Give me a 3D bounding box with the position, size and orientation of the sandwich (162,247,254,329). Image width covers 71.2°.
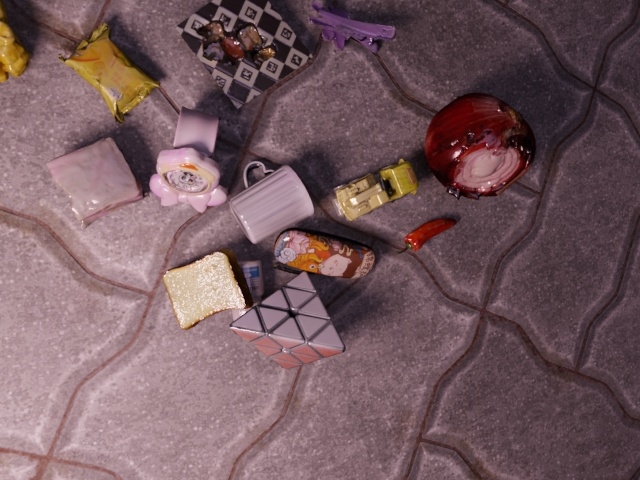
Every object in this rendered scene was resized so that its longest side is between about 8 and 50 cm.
[{"bbox_3d":[-0.313,0.134,1.234,0.215,0.065,0.186,-24,87,13],"label":"sandwich"}]

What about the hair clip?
[{"bbox_3d":[0.094,-0.662,1.413,0.279,0.090,0.137,9,88,-12],"label":"hair clip"}]

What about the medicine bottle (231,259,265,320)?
[{"bbox_3d":[-0.212,0.143,1.298,0.105,0.105,0.168,-7,92,-18],"label":"medicine bottle"}]

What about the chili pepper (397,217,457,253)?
[{"bbox_3d":[0.357,-0.023,1.503,0.272,0.071,0.063,-29,59,-21],"label":"chili pepper"}]

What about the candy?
[{"bbox_3d":[-0.575,-0.151,1.167,0.195,0.137,0.184,-27,98,-18],"label":"candy"}]

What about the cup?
[{"bbox_3d":[-0.157,-0.114,1.310,0.202,0.221,0.166,-31,133,-12],"label":"cup"}]

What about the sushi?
[{"bbox_3d":[-0.224,-0.575,1.319,0.292,0.059,0.294,-41,101,-13],"label":"sushi"}]

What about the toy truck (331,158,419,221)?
[{"bbox_3d":[0.177,-0.156,1.395,0.272,0.157,0.124,-24,97,-16],"label":"toy truck"}]

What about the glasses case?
[{"bbox_3d":[0.017,0.041,1.361,0.321,0.082,0.122,13,124,-20],"label":"glasses case"}]

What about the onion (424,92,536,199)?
[{"bbox_3d":[0.497,-0.314,1.422,0.341,0.341,0.341,0,90,-18],"label":"onion"}]

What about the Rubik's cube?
[{"bbox_3d":[-0.084,0.251,1.266,0.233,0.229,0.228,-34,91,3],"label":"Rubik's cube"}]

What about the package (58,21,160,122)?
[{"bbox_3d":[-0.561,-0.449,1.195,0.168,0.090,0.226,-46,105,-10],"label":"package"}]

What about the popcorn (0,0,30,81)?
[{"bbox_3d":[-0.825,-0.486,1.056,0.200,0.203,0.226,-37,83,-24],"label":"popcorn"}]

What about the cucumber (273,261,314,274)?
[{"bbox_3d":[-0.078,0.088,1.378,0.135,0.033,0.034,18,88,-16],"label":"cucumber"}]

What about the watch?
[{"bbox_3d":[-0.342,-0.230,1.227,0.211,0.248,0.217,12,60,-16],"label":"watch"}]
